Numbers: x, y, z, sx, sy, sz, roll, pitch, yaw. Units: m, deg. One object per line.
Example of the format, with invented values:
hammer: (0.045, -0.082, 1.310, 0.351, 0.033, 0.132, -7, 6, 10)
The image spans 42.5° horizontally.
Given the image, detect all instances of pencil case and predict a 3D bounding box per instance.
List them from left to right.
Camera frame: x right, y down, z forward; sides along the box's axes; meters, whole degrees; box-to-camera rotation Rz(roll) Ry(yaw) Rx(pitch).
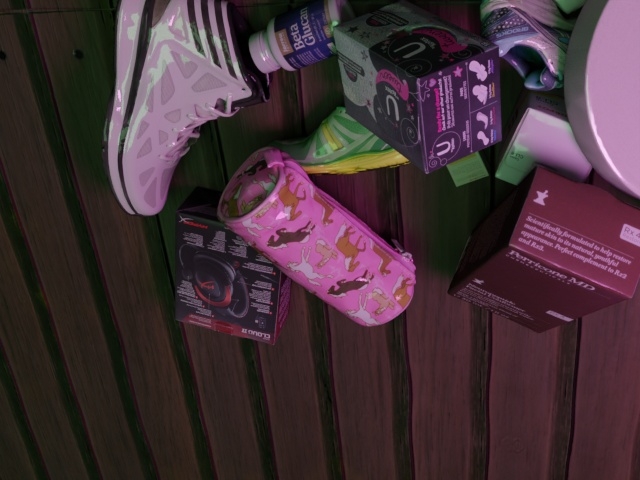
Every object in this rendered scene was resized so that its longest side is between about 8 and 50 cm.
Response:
pencil case: (0.000, 0.000, 1.443, 0.386, 0.167, 0.160, 37, 166, -32)

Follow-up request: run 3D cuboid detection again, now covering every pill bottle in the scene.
pill bottle: (-0.029, -0.334, 1.350, 0.169, 0.094, 0.094, -16, 115, 25)

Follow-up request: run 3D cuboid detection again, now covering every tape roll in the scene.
tape roll: (0.532, -0.233, 1.147, 0.391, 0.072, 0.392, -3, 104, -11)

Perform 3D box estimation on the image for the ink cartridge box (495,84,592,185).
ink cartridge box: (0.360, -0.163, 1.287, 0.128, 0.176, 0.127, 21, 125, 3)

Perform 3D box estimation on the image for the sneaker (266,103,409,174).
sneaker: (0.041, -0.179, 1.437, 0.295, 0.109, 0.124, -4, 91, 24)

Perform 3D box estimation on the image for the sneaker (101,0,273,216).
sneaker: (-0.227, -0.214, 1.440, 0.257, 0.169, 0.448, 16, 122, 9)

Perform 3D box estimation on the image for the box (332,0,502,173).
box: (0.140, -0.238, 1.238, 0.142, 0.247, 0.163, -26, 130, -17)

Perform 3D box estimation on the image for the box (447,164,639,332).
box: (0.350, 0.031, 1.310, 0.191, 0.143, 0.381, 24, 164, 2)

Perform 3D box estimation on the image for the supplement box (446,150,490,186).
supplement box: (0.244, -0.149, 1.416, 0.062, 0.036, 0.098, -18, 114, 25)

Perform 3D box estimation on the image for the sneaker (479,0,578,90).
sneaker: (0.353, -0.266, 1.221, 0.282, 0.122, 0.110, 18, 163, -14)

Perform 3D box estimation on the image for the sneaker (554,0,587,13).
sneaker: (0.332, -0.461, 1.155, 0.169, 0.108, 0.293, -26, 112, 25)

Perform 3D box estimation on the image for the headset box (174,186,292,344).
headset box: (-0.170, 0.064, 1.630, 0.218, 0.110, 0.293, 12, 123, 10)
